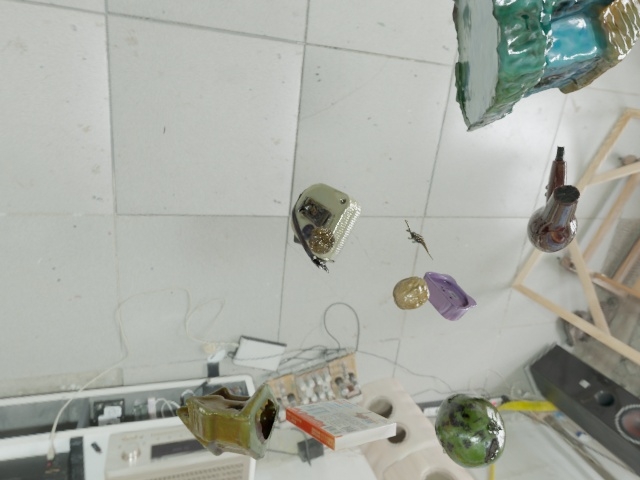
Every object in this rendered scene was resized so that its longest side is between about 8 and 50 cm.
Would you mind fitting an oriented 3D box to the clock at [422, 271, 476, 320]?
[{"bbox_3d":[0.350,0.153,1.193,0.109,0.153,0.050,3,125,-34],"label":"clock"}]

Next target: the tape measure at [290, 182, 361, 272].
[{"bbox_3d":[-0.012,-0.059,1.497,0.133,0.231,0.271,20,97,-54],"label":"tape measure"}]

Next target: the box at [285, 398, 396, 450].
[{"bbox_3d":[0.064,0.601,1.434,0.264,0.273,0.048,6,86,-36],"label":"box"}]

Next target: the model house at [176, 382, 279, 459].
[{"bbox_3d":[-0.244,0.436,1.083,0.238,0.174,0.268,3,139,10],"label":"model house"}]

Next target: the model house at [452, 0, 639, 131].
[{"bbox_3d":[0.270,-0.248,0.446,0.240,0.261,0.226,-6,95,11],"label":"model house"}]

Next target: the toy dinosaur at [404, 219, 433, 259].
[{"bbox_3d":[0.334,-0.005,1.497,0.180,0.058,0.037,41,87,-20],"label":"toy dinosaur"}]

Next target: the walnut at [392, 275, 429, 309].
[{"bbox_3d":[0.226,0.130,1.079,0.096,0.083,0.079,-31,154,-14],"label":"walnut"}]

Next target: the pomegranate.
[{"bbox_3d":[0.250,0.333,0.752,0.122,0.122,0.162,-4,146,-19],"label":"pomegranate"}]

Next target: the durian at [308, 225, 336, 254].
[{"bbox_3d":[0.000,0.000,1.185,0.080,0.080,0.091,-60,152,9],"label":"durian"}]

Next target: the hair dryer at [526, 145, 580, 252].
[{"bbox_3d":[0.663,-0.155,1.201,0.313,0.123,0.341,58,46,-59],"label":"hair dryer"}]
